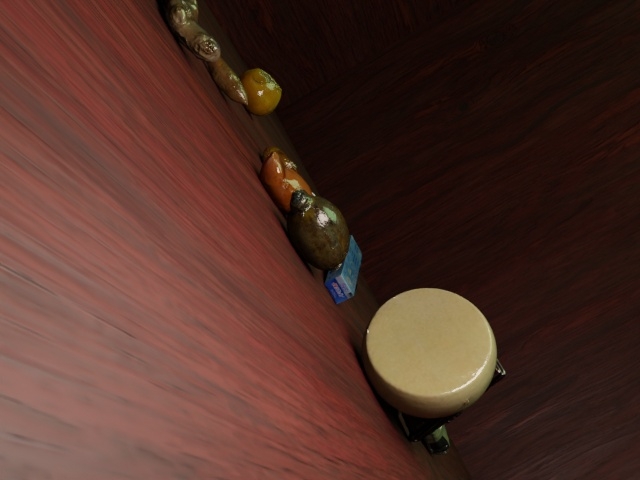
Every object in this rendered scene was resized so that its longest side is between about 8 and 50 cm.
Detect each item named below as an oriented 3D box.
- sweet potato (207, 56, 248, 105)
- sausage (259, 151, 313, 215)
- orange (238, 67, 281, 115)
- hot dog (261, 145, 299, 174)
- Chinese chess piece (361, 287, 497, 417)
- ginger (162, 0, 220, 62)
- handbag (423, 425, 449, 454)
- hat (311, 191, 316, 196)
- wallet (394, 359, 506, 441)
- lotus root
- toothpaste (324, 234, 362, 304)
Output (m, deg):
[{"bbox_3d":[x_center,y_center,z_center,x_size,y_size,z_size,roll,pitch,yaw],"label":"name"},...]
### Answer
[{"bbox_3d":[-0.245,-0.414,1.626,0.206,0.060,0.068,59,-33,5],"label":"sweet potato"},{"bbox_3d":[-0.078,-0.116,1.441,0.179,0.089,0.089,53,8,-38],"label":"sausage"},{"bbox_3d":[-0.196,-0.478,2.093,0.154,0.134,0.154,62,-3,6],"label":"orange"},{"bbox_3d":[-0.106,-0.192,1.679,0.099,0.065,0.147,57,-6,-37],"label":"hot dog"},{"bbox_3d":[0.216,0.224,1.310,0.102,0.273,0.273,77,-10,-50],"label":"Chinese chess piece"},{"bbox_3d":[-0.296,-0.476,1.382,0.122,0.084,0.290,91,-26,-52],"label":"ginger"},{"bbox_3d":[0.251,0.384,1.707,0.253,0.109,0.316,-107,173,-56],"label":"handbag"},{"bbox_3d":[-0.037,-0.088,1.618,0.121,0.050,0.121,19,59,-36],"label":"hat"},{"bbox_3d":[0.247,0.278,1.426,0.071,0.262,0.221,28,28,-43],"label":"wallet"},{"bbox_3d":[-0.003,-0.020,1.336,0.209,0.120,0.120,62,3,-36],"label":"lotus root"},{"bbox_3d":[0.059,0.068,1.610,0.066,0.053,0.272,57,18,-13],"label":"toothpaste"}]
